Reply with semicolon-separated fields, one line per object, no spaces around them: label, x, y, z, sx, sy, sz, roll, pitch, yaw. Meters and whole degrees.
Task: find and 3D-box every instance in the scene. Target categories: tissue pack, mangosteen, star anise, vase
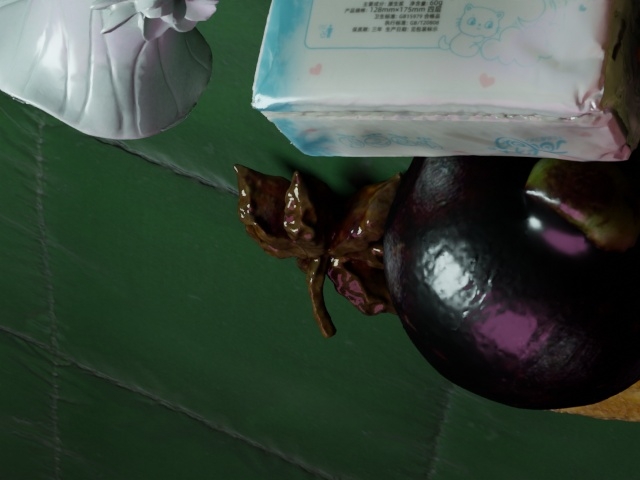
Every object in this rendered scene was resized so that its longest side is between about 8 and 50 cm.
tissue pack;0.103;-0.163;1.283;0.271;0.201;0.124;3;164;26
mangosteen;0.196;-0.012;1.386;0.275;0.275;0.302;35;127;-7
star anise;0.003;-0.005;1.686;0.212;0.111;0.196;34;140;7
vase;-0.124;-0.277;1.253;0.250;0.250;0.445;27;137;4

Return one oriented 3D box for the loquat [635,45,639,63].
loquat;0.341;-0.110;1.150;0.274;0.275;0.275;20;145;15

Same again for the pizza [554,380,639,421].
pizza;0.288;0.103;1.631;0.365;0.074;0.182;-15;128;47
